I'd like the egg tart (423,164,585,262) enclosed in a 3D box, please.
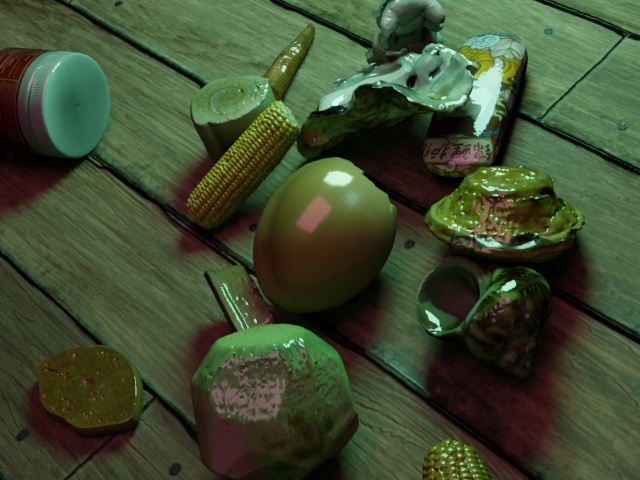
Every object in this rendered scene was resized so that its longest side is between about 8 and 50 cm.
[{"bbox_3d":[0.272,-0.046,1.556,0.241,0.105,0.241,1,24,0],"label":"egg tart"}]

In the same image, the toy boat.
[{"bbox_3d":[-0.118,0.103,1.611,0.061,0.116,0.188,-26,50,-9],"label":"toy boat"}]

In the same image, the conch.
[{"bbox_3d":[0.234,0.105,1.469,0.187,0.124,0.181,-29,31,21],"label":"conch"}]

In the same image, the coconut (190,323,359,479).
[{"bbox_3d":[-0.067,0.234,1.424,0.205,0.236,0.236,4,50,53],"label":"coconut"}]

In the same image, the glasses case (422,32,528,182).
[{"bbox_3d":[0.262,-0.226,1.768,0.122,0.082,0.321,6,55,23],"label":"glasses case"}]

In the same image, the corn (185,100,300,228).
[{"bbox_3d":[-0.128,-0.122,1.778,0.248,0.081,0.081,-47,47,11],"label":"corn"}]

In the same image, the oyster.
[{"bbox_3d":[0.100,-0.230,1.762,0.351,0.114,0.238,-24,16,27],"label":"oyster"}]

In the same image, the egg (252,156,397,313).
[{"bbox_3d":[0.000,0.000,1.594,0.201,0.201,0.244,21,63,33],"label":"egg"}]

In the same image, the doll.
[{"bbox_3d":[0.147,-0.373,1.879,0.149,0.192,0.095,-21,68,-5],"label":"doll"}]

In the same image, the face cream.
[{"bbox_3d":[-0.532,-0.261,2.007,0.187,0.201,0.201,8,55,25],"label":"face cream"}]

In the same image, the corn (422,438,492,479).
[{"bbox_3d":[0.192,0.376,1.276,0.106,0.106,0.305,-20,47,3],"label":"corn"}]

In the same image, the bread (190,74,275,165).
[{"bbox_3d":[-0.142,-0.207,1.859,0.148,0.141,0.134,-17,49,5],"label":"bread"}]

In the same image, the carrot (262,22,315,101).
[{"bbox_3d":[-0.055,-0.342,2.009,0.057,0.057,0.224,10,51,27],"label":"carrot"}]

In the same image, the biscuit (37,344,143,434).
[{"bbox_3d":[-0.356,0.229,1.648,0.221,0.029,0.142,18,61,32],"label":"biscuit"}]
